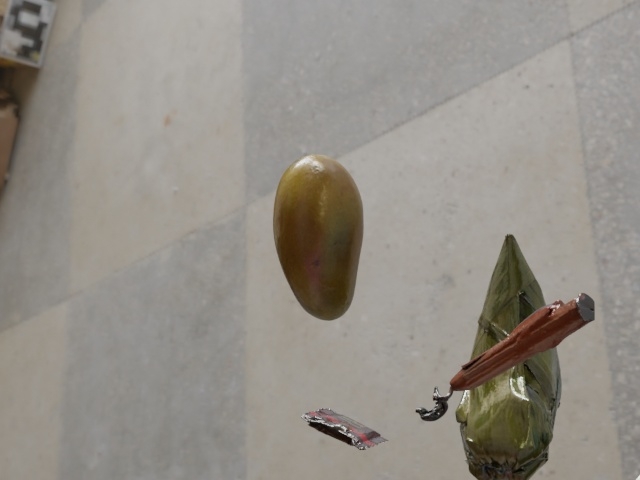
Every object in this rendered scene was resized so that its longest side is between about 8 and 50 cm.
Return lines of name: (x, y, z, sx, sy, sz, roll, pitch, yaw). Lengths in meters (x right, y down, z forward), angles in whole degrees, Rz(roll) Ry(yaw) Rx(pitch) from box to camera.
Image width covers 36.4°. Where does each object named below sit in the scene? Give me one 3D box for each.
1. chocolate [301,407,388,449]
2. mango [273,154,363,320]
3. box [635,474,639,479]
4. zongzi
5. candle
chocolate: (0.047, 0.369, 1.923, 0.182, 0.086, 0.028, 16, 107, 47)
mango: (0.000, 0.000, 1.280, 0.099, 0.136, 0.227, 8, 110, 41)
box: (0.428, 0.397, 1.237, 0.069, 0.256, 0.164, 8, 129, 50)
zongzi: (0.244, 0.158, 1.282, 0.125, 0.251, 0.274, 0, 113, 20)
candle: (0.118, 0.079, 0.645, 0.167, 0.021, 0.026, -44, 49, 44)
